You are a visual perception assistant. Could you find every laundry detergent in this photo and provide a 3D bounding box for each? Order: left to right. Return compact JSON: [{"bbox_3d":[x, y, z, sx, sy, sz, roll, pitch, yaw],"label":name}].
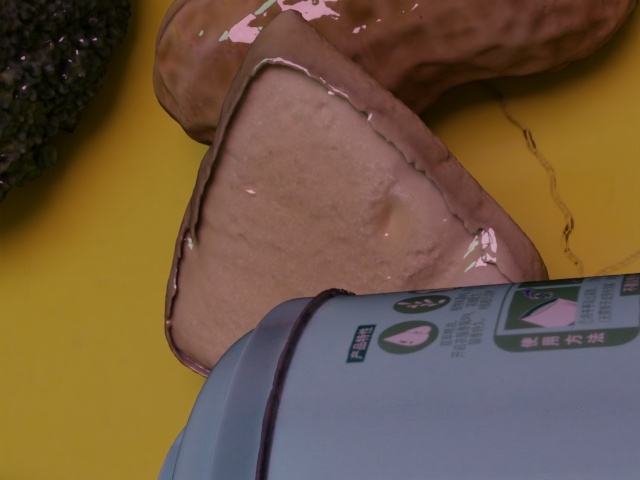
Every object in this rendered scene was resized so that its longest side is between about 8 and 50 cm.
[{"bbox_3d":[0.094,0.156,0.569,0.305,0.287,0.287,-6,65,18],"label":"laundry detergent"}]

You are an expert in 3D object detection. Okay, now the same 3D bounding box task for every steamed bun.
[{"bbox_3d":[0.028,0.004,0.754,0.212,0.110,0.231,28,122,6],"label":"steamed bun"}]

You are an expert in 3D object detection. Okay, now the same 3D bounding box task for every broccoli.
[{"bbox_3d":[-0.298,-0.198,0.897,0.302,0.249,0.375,11,77,21],"label":"broccoli"}]

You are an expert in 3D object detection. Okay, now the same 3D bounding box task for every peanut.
[{"bbox_3d":[0.048,-0.139,0.806,0.325,0.153,0.140,-12,23,7],"label":"peanut"}]
